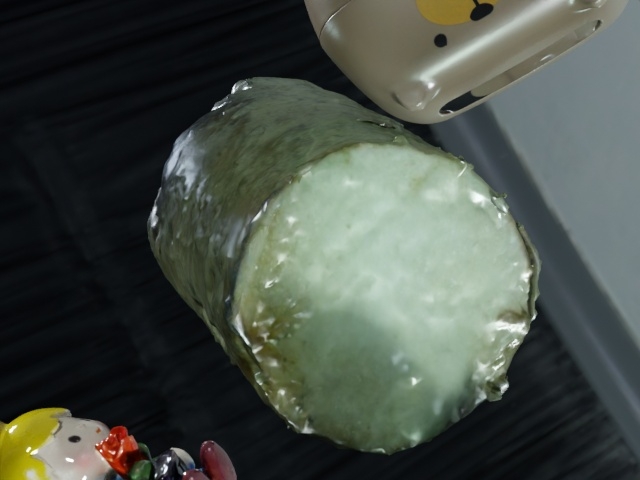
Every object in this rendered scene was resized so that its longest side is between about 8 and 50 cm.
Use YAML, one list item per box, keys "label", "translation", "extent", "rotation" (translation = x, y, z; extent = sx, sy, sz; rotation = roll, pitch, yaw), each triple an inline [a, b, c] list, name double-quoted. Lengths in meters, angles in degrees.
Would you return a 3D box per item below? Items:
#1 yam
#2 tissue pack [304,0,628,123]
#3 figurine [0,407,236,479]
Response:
- label: "yam"
  translation: [0.000, 0.000, 0.887]
  extent: [0.300, 0.195, 0.195]
  rotation: [-141, 37, -68]
- label: "tissue pack"
  translation: [0.187, -0.313, 1.673]
  extent: [0.387, 0.267, 0.277]
  rotation: [-28, 71, 13]
- label: "figurine"
  translation: [-0.209, 0.216, 1.286]
  extent: [0.234, 0.127, 0.185]
  rotation: [39, 135, -4]
